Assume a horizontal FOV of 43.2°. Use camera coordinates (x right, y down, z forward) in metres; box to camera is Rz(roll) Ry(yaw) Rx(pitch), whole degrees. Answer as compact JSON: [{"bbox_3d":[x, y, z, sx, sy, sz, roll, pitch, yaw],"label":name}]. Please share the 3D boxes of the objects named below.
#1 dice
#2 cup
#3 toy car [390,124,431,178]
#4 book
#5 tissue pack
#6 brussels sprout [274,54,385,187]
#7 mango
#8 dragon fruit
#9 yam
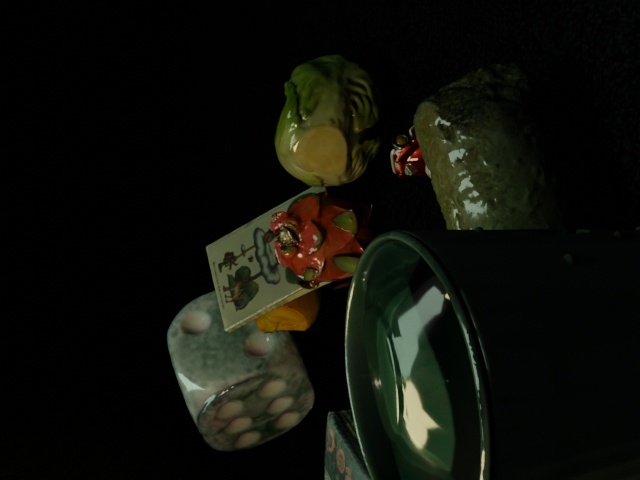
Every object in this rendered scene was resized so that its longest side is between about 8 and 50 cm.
[{"bbox_3d":[-0.213,0.347,2.215,0.328,0.331,0.348,75,173,-48],"label":"dice"},{"bbox_3d":[0.224,0.123,0.880,0.401,0.393,0.310,-145,53,-66],"label":"cup"},{"bbox_3d":[0.194,-0.143,1.335,0.112,0.139,0.112,48,168,30],"label":"toy car"},{"bbox_3d":[-0.110,0.041,1.996,0.043,0.371,0.260,37,-151,-54],"label":"book"},{"bbox_3d":[0.095,0.558,1.828,0.315,0.103,0.227,-133,40,-63],"label":"tissue pack"},{"bbox_3d":[0.019,-0.244,1.685,0.294,0.227,0.259,-79,-9,-54],"label":"brussels sprout"},{"bbox_3d":[-0.085,0.108,2.100,0.138,0.187,0.257,104,171,-48],"label":"mango"},{"bbox_3d":[0.004,0.001,1.786,0.224,0.227,0.224,166,90,-72],"label":"dragon fruit"},{"bbox_3d":[0.246,-0.075,1.082,0.195,0.195,0.300,123,138,-61],"label":"yam"}]
